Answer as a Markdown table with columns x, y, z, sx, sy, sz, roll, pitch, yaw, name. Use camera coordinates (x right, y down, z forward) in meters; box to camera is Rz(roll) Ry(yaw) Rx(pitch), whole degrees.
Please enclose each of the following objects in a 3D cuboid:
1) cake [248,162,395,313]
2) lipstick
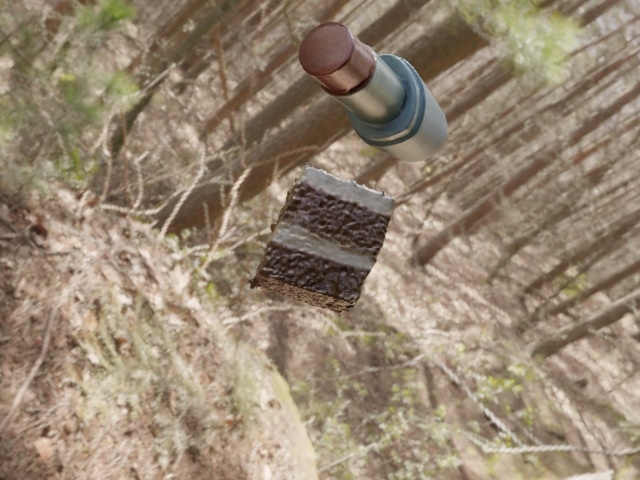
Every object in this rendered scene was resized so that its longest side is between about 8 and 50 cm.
| x | y | z | sx | sy | sz | roll | pitch | yaw | name |
| --- | --- | --- | --- | --- | --- | --- | --- | --- | --- |
| 0.000 | 0.000 | 0.955 | 0.135 | 0.135 | 0.147 | 16 | 80 | -7 | cake |
| 0.043 | -0.105 | 0.587 | 0.274 | 0.061 | 0.068 | 9 | 71 | -72 | lipstick |
